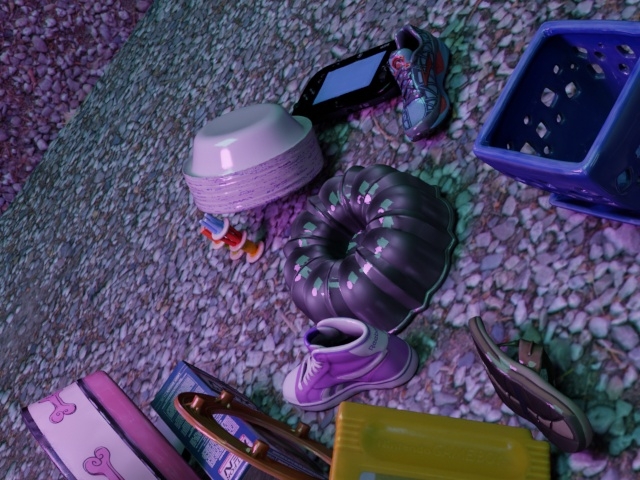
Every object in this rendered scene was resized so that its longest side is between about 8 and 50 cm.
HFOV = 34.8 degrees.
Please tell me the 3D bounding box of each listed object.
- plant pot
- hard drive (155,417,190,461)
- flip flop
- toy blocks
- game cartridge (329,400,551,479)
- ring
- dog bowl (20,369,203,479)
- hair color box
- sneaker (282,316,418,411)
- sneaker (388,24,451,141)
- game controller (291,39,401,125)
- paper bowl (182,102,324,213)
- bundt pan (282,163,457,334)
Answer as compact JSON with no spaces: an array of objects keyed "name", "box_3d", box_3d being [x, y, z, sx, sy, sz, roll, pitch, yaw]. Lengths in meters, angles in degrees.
[{"name":"plant pot","box_3d":[0.394,-0.153,1.425,0.236,0.212,0.236,20,78,56]},{"name":"hard drive","box_3d":[-0.291,0.395,2.002,0.135,0.022,0.094,5,66,54]},{"name":"flip flop","box_3d":[0.288,0.184,1.381,0.080,0.112,0.277,-32,29,-10]},{"name":"toy blocks","box_3d":[-0.205,-0.012,2.132,0.123,0.148,0.054,6,66,54]},{"name":"game cartridge","box_3d":[0.145,0.367,1.260,0.052,0.286,0.323,100,177,-55]},{"name":"ring","box_3d":[-0.057,0.294,1.498,0.337,0.337,0.032,25,88,57]},{"name":"dog bowl","box_3d":[-0.311,0.389,1.719,0.150,0.408,0.408,-42,31,-12]},{"name":"hair color box","box_3d":[-0.138,0.337,1.716,0.105,0.174,0.347,-56,33,-2]},{"name":"sneaker","box_3d":[0.005,0.191,1.675,0.282,0.161,0.102,-27,44,39]},{"name":"sneaker","box_3d":[0.169,-0.300,1.923,0.104,0.125,0.261,-29,41,36]},{"name":"game controller","box_3d":[0.067,-0.331,2.137,0.319,0.067,0.166,-11,53,47]},{"name":"paper bowl","box_3d":[-0.146,-0.180,2.093,0.284,0.148,0.284,-16,24,7]},{"name":"bundt pan","box_3d":[0.063,0.006,1.758,0.331,0.124,0.330,-25,48,31]}]
